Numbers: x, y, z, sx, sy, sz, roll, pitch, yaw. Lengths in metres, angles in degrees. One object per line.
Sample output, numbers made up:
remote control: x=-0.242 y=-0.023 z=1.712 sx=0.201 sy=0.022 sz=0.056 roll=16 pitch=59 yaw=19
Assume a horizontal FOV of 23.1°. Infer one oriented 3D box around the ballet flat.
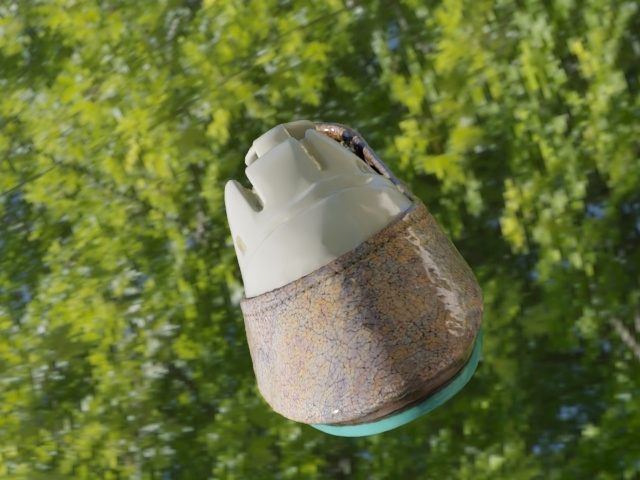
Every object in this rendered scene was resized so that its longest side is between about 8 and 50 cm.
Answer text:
ballet flat: x=0.000 y=0.000 z=0.724 sx=0.107 sy=0.316 sz=0.106 roll=-30 pitch=-80 yaw=1
